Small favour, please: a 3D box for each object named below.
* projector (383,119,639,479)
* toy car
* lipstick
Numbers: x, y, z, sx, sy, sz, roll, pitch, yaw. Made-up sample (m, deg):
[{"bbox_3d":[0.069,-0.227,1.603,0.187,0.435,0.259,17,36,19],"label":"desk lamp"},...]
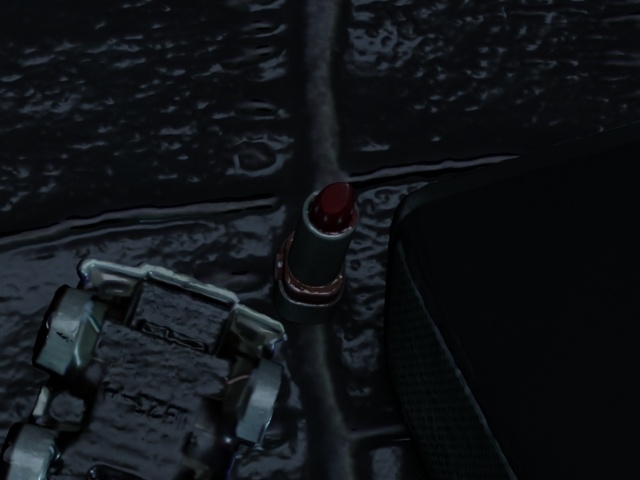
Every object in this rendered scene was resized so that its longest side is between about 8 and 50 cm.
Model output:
[{"bbox_3d":[0.285,0.124,1.289,0.395,0.242,0.405,-17,55,-13],"label":"projector"},{"bbox_3d":[-0.132,0.147,1.287,0.172,0.158,0.235,19,66,1],"label":"toy car"},{"bbox_3d":[-0.001,0.000,1.357,0.057,0.186,0.063,5,65,-6],"label":"lipstick"}]
